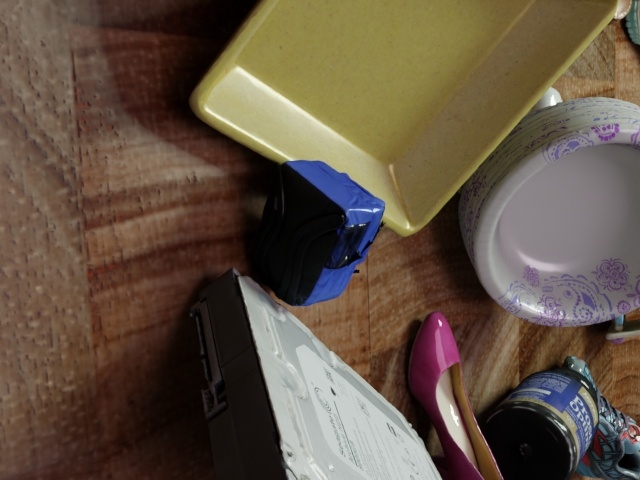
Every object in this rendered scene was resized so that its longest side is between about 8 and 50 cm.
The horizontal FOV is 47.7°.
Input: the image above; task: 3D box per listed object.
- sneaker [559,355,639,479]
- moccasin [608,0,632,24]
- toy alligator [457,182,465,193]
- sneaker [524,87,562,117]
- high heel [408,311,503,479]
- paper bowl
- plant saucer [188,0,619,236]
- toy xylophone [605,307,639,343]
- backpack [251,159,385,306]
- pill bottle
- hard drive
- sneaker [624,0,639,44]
[{"bbox_3d":[0.450,0.282,1.143,0.104,0.125,0.262,-51,126,-31],"label":"sneaker"},{"bbox_3d":[0.360,-0.467,0.976,0.139,0.147,0.380,-49,125,-32],"label":"moccasin"},{"bbox_3d":[0.208,-0.152,0.915,0.056,0.051,0.189,12,85,-45],"label":"toy alligator"},{"bbox_3d":[0.349,-0.106,1.034,0.090,0.095,0.235,-24,108,-40],"label":"sneaker"},{"bbox_3d":[0.172,0.208,0.860,0.082,0.117,0.244,-7,98,-45],"label":"high heel"},{"bbox_3d":[0.316,-0.043,0.905,0.284,0.284,0.148,57,15,-32],"label":"paper bowl"},{"bbox_3d":[0.082,-0.196,0.680,0.333,0.081,0.333,26,110,-44],"label":"plant saucer"},{"bbox_3d":[0.522,0.012,1.191,0.236,0.081,0.322,9,85,-64],"label":"toy xylophone"},{"bbox_3d":[0.000,0.000,0.668,0.101,0.098,0.120,-3,126,-45],"label":"backpack"},{"bbox_3d":[0.308,0.248,0.987,0.219,0.123,0.123,-15,104,-57],"label":"pill bottle"},{"bbox_3d":[0.026,0.196,0.639,0.064,0.237,0.339,-37,126,10],"label":"hard drive"},{"bbox_3d":[0.649,-0.356,1.298,0.283,0.122,0.110,26,75,-44],"label":"sneaker"}]
